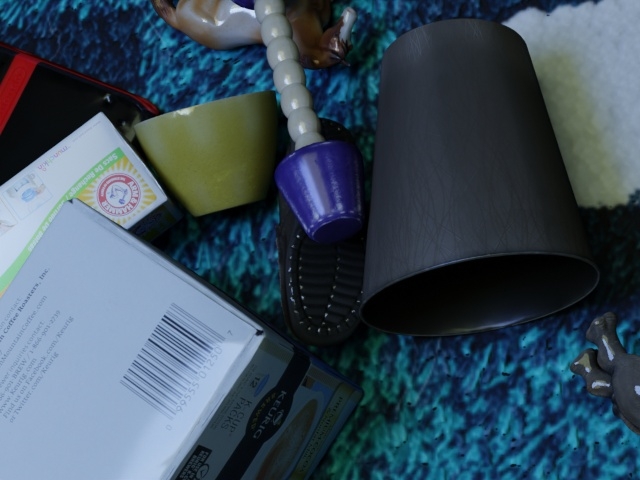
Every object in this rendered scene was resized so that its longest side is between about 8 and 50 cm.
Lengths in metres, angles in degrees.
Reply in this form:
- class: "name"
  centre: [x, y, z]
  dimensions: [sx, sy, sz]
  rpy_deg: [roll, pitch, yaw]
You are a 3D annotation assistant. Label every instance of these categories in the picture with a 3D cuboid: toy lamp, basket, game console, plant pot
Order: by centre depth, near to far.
- class: "basket"
  centre: [0.122, -0.056, 1.241]
  dimensions: [0.204, 0.154, 0.226]
  rpy_deg: [-17, 62, 30]
- class: "toy lamp"
  centre: [-0.021, -0.126, 1.287]
  dimensions: [0.080, 0.080, 0.274]
  rpy_deg: [-24, 65, 15]
- class: "plant pot"
  centre: [-0.095, -0.075, 1.366]
  dimensions: [0.134, 0.134, 0.095]
  rpy_deg: [-13, 92, 20]
- class: "game console"
  centre: [-0.374, -0.018, 1.508]
  dimensions: [0.342, 0.060, 0.386]
  rpy_deg: [23, 84, 23]

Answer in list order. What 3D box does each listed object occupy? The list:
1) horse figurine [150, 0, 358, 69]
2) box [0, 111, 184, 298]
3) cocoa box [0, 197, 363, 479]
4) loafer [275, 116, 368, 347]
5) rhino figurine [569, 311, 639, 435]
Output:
- class: "horse figurine"
  centre: [-0.066, -0.240, 1.434]
  dimensions: [0.263, 0.066, 0.174]
  rpy_deg: [7, 70, 24]
- class: "box"
  centre: [-0.240, -0.010, 1.369]
  dimensions: [0.203, 0.114, 0.103]
  rpy_deg: [-37, 82, -4]
- class: "cocoa box"
  centre: [-0.174, 0.188, 1.241]
  dimensions: [0.231, 0.228, 0.347]
  rpy_deg: [32, 87, 29]
- class: "loafer"
  centre: [0.000, 0.000, 1.318]
  dimensions: [0.080, 0.078, 0.220]
  rpy_deg: [10, 60, -15]
- class: "rhino figurine"
  centre: [0.315, 0.060, 1.156]
  dimensions: [0.243, 0.073, 0.106]
  rpy_deg: [-38, 58, 6]
